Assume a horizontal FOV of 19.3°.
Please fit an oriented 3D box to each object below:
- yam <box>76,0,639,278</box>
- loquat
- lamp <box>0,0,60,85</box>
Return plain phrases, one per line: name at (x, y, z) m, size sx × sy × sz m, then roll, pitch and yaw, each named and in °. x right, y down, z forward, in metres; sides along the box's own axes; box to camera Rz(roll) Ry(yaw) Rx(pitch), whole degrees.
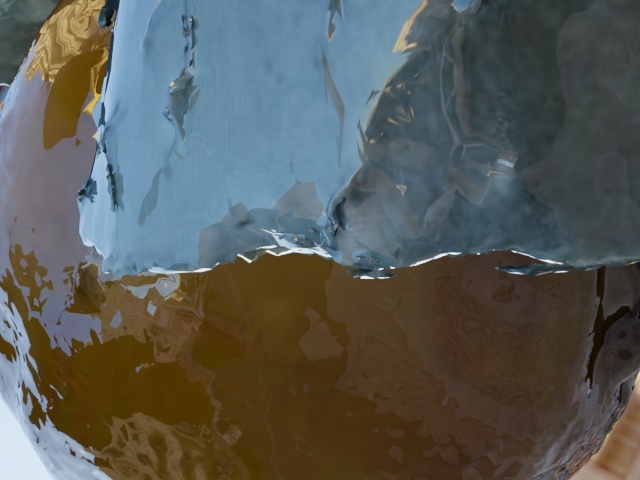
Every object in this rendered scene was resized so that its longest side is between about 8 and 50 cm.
yam at (0.066, -0.152, 0.486) m, size 0.241 × 0.241 × 0.348 m, roll -12°, pitch -68°, yaw -60°
loquat at (0.000, 0.000, 0.867) m, size 0.328 × 0.328 × 0.328 m, roll -45°, pitch -30°, yaw -35°
lamp at (-0.159, -0.176, 0.980) m, size 0.106 × 0.106 × 0.193 m, roll -40°, pitch -32°, yaw -41°
